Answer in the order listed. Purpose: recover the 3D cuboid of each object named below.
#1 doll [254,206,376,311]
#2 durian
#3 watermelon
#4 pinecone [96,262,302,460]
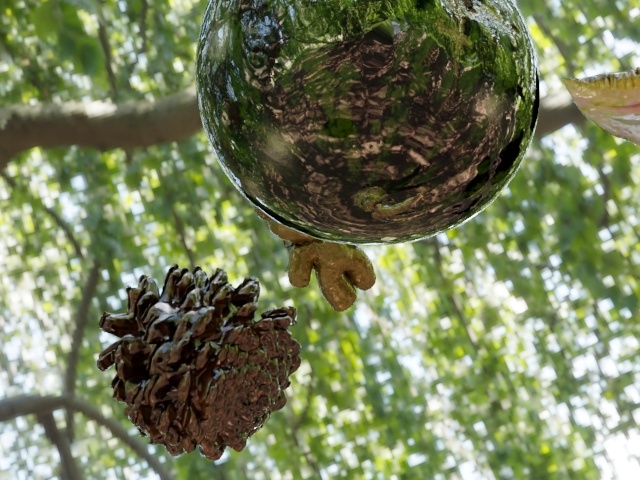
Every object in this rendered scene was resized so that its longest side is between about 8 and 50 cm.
[{"bbox_3d":[0.000,0.000,1.726,0.137,0.097,0.210,-31,-63,-8],"label":"doll"},{"bbox_3d":[0.472,-0.158,1.530,0.195,0.305,0.186,10,-82,-60],"label":"durian"},{"bbox_3d":[0.030,-0.121,0.942,0.269,0.269,0.269,-17,-27,-9],"label":"watermelon"},{"bbox_3d":[-0.135,0.121,1.347,0.221,0.221,0.221,-17,-27,-9],"label":"pinecone"}]
